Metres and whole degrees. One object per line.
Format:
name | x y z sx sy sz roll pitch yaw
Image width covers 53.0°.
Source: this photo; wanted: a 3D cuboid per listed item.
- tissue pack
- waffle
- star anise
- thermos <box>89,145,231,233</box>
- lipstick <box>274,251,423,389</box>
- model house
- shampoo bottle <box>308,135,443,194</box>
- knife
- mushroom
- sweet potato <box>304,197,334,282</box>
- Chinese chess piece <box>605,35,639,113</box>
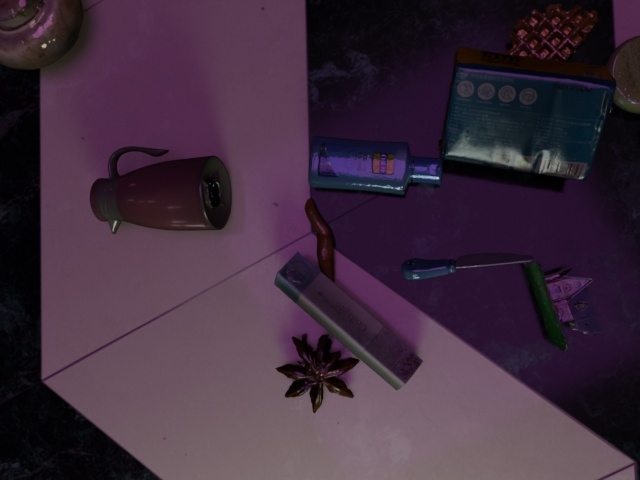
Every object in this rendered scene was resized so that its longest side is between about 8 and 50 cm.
tissue pack | 0.360 -0.232 1.158 0.270 0.134 0.192 11 123 9
waffle | 0.434 -0.357 1.221 0.160 0.046 0.192 7 89 10
star anise | -0.005 0.260 1.255 0.167 0.057 0.168 -1 86 10
thermos | -0.327 -0.102 1.283 0.265 0.146 0.176 -1 94 15
lipstick | 0.050 0.155 1.237 0.317 0.068 0.066 41 65 8
model house | 0.449 0.107 1.165 0.088 0.117 0.167 -17 82 4
shampoo bottle | 0.108 -0.145 1.254 0.258 0.061 0.104 5 89 9
knife | 0.276 0.041 1.223 0.244 0.058 0.032 -9 111 10
mushroom | -0.621 -0.475 1.327 0.254 0.184 0.255 1 101 4
sweet potato | 0.005 -0.001 1.277 0.044 0.044 0.179 -14 87 8
Chinese chess piece | 0.600 -0.306 1.188 0.144 0.058 0.144 0 89 9
